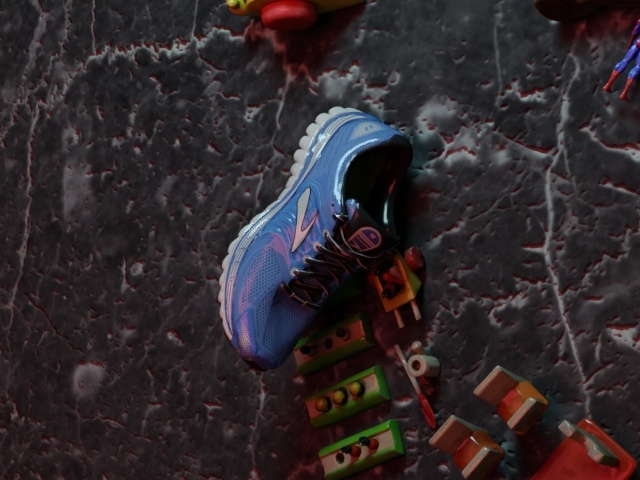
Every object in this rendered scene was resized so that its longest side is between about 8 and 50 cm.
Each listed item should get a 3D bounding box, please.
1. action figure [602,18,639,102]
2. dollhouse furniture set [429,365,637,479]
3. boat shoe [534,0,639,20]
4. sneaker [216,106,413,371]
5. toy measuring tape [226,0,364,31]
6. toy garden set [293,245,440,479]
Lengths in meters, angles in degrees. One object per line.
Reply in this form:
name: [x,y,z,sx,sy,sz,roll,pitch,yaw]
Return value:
action figure: [0.347,-0.207,1.950,0.038,0.030,0.115,32,99,30]
dollhouse furniture set: [0.229,0.309,1.932,0.259,0.135,0.262,-50,58,8]
boat shoe: [0.321,-0.295,1.960,0.190,0.068,0.072,-6,52,36]
sneaker: [0.000,0.000,2.070,0.147,0.130,0.330,17,78,51]
toy measuring tape: [0.009,-0.325,2.167,0.330,0.121,0.121,-11,78,36]
toy garden set: [0.051,0.136,2.113,0.204,0.049,0.244,-27,69,32]
